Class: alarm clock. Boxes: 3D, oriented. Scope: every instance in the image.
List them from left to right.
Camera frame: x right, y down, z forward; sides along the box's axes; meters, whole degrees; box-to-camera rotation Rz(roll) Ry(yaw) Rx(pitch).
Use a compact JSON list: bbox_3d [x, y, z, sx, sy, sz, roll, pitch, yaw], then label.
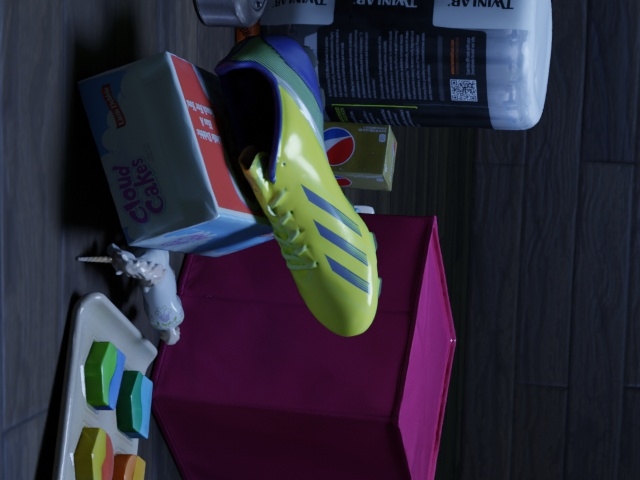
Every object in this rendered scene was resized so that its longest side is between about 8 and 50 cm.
[{"bbox_3d":[-0.095,-0.285,1.701,0.192,0.064,0.129,-26,119,-71],"label":"alarm clock"}]

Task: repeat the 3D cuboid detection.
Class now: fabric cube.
[{"bbox_3d":[-0.007,0.133,1.747,0.254,0.258,0.259,74,23,-52],"label":"fabric cube"}]

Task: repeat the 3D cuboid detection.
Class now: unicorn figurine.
[{"bbox_3d":[-0.157,0.030,1.497,0.162,0.060,0.111,59,9,-34],"label":"unicorn figurine"}]

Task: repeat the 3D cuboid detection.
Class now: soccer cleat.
[{"bbox_3d":[-0.028,-0.043,1.483,0.121,0.093,0.289,-25,101,-53],"label":"soccer cleat"}]

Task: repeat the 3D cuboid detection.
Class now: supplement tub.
[{"bbox_3d":[0.087,-0.233,1.872,0.207,0.338,0.207,3,90,-77],"label":"supplement tub"}]

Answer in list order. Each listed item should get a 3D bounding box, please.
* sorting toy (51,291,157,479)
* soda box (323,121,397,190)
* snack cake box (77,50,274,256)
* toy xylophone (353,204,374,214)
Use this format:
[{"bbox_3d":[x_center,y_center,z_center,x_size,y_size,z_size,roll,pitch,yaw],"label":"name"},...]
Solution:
[{"bbox_3d":[-0.189,0.171,1.460,0.193,0.038,0.208,61,35,-66],"label":"sorting toy"},{"bbox_3d":[-0.009,-0.097,1.840,0.058,0.181,0.061,54,42,-70],"label":"soda box"},{"bbox_3d":[-0.116,-0.071,1.496,0.264,0.089,0.152,13,60,-77],"label":"snack cake box"},{"bbox_3d":[0.000,0.000,2.126,0.323,0.081,0.236,-51,142,-68],"label":"toy xylophone"}]
